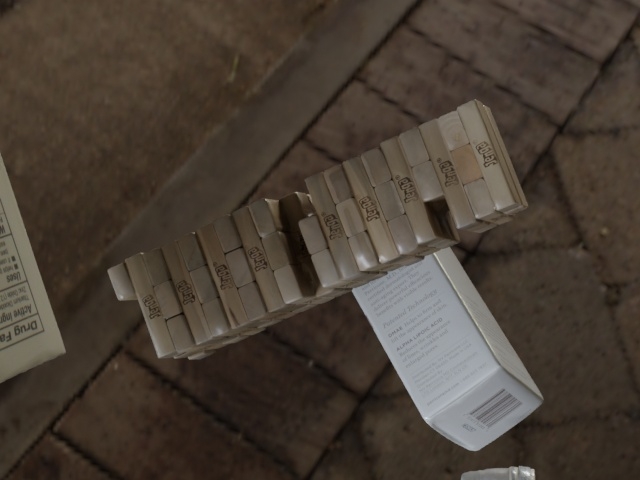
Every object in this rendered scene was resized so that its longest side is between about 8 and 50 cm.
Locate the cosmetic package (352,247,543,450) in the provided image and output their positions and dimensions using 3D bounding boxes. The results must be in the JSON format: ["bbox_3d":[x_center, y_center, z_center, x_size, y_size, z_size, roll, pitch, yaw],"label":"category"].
[{"bbox_3d":[0.090,0.057,1.371,0.085,0.117,0.231,-37,57,9],"label":"cosmetic package"}]

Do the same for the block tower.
[{"bbox_3d":[0.000,0.000,1.297,0.335,0.091,0.097,-23,81,16],"label":"block tower"}]

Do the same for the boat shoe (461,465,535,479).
[{"bbox_3d":[0.122,0.247,1.138,0.063,0.184,0.066,3,27,7],"label":"boat shoe"}]

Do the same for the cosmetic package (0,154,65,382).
[{"bbox_3d":[-0.264,-0.055,0.830,0.160,0.113,0.310,-24,99,-60],"label":"cosmetic package"}]
